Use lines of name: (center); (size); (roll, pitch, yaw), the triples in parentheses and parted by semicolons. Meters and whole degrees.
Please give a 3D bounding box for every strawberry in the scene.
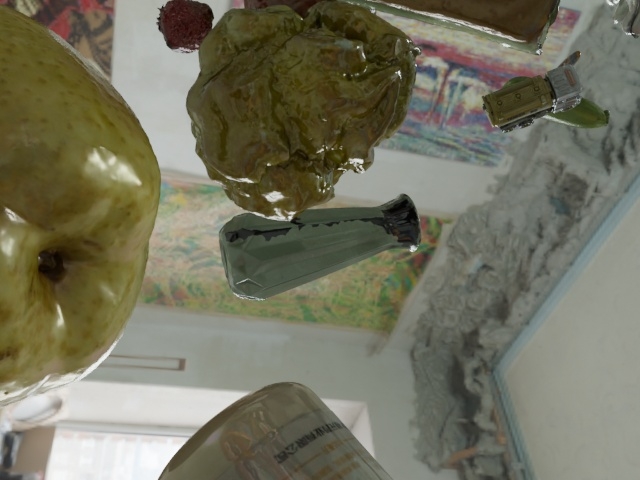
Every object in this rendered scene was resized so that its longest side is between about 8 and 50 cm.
strawberry: (-0.241, -0.390, 1.193); (0.106, 0.106, 0.106); (-173, -90, -77)

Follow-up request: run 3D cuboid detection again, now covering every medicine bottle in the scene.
medicine bottle: (0.027, 0.194, 0.323); (0.252, 0.114, 0.114); (45, -41, 25)

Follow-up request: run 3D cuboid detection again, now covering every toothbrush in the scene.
toothbrush: (0.489, -0.330, 1.465); (0.321, 0.031, 0.023); (125, -32, -72)

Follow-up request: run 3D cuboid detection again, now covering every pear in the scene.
pear: (-0.224, -0.019, 0.403); (0.271, 0.271, 0.271); (-173, -90, -77)

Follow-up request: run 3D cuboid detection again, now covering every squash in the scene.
squash: (0.425, -0.247, 1.202); (0.066, 0.201, 0.066); (18, 90, -86)

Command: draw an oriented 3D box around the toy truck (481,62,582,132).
toy truck: (0.265, -0.179, 0.836); (0.063, 0.123, 0.052); (32, 39, -75)

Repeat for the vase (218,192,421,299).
vase: (0.000, 0.000, 1.227); (0.165, 0.360, 0.165); (167, -90, -75)

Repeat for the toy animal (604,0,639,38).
toy animal: (0.596, -0.500, 1.214); (0.289, 0.249, 0.174); (43, -24, 58)

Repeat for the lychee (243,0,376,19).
lychee: (-0.021, -0.457, 1.278); (0.255, 0.255, 0.300); (158, -75, -76)

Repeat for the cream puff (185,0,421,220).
cream puff: (-0.005, -0.183, 0.915); (0.324, 0.257, 0.291); (-36, 120, -56)

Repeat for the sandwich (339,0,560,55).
sandwich: (0.107, -0.289, 0.501); (0.063, 0.212, 0.245); (-12, 119, -78)
